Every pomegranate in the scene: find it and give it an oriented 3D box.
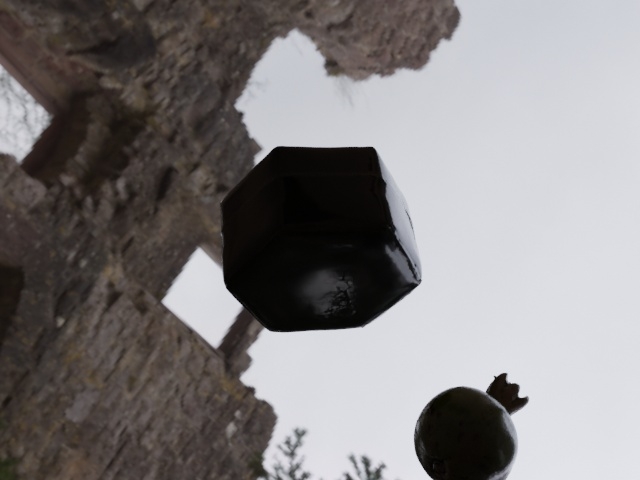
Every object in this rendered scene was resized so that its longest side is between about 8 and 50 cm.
[{"bbox_3d":[0.164,0.198,0.925,0.114,0.114,0.142,16,-138,44],"label":"pomegranate"}]

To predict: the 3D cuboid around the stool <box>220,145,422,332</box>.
[{"bbox_3d":[0.000,0.000,1.021,0.232,0.232,0.141,-21,-129,20],"label":"stool"}]
